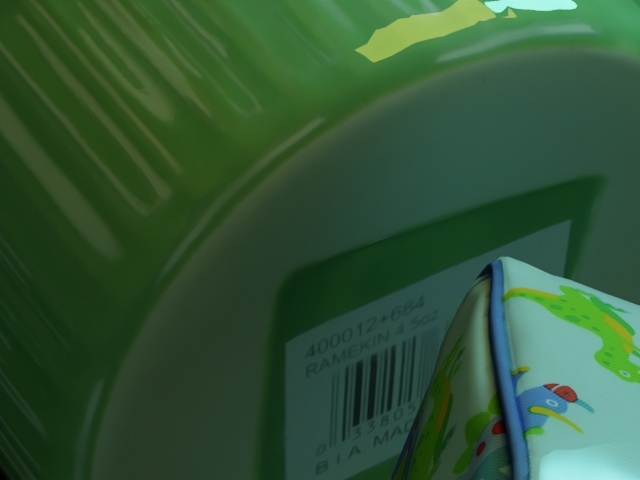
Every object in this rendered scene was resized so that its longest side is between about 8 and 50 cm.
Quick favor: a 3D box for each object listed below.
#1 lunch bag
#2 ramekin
[{"bbox_3d":[0.040,0.123,0.404,0.090,0.219,0.176,21,19,-3],"label":"lunch bag"},{"bbox_3d":[0.000,0.000,0.586,0.303,0.303,0.148,2,35,-42],"label":"ramekin"}]
